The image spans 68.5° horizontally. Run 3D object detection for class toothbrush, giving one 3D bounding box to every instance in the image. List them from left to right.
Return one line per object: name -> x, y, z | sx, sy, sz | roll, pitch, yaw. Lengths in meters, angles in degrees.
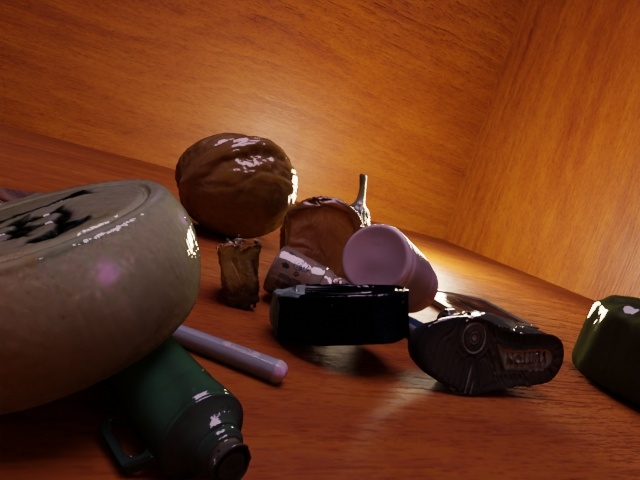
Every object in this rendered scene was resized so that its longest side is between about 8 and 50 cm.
toothbrush -> -0.198, 0.096, 0.559 | 0.342, 0.030, 0.025 | 20, 13, 11

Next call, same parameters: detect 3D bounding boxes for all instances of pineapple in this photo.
pineapple -> -0.129, 0.058, 0.762 | 0.069, 0.116, 0.137 | -7, -28, -14

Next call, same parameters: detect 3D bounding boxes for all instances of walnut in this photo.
walnut -> -0.228, -0.149, 1.266 | 0.332, 0.333, 0.333 | 16, 8, -2

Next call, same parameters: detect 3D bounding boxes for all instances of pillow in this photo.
pillow -> -0.555, -0.077, 0.986 | 0.135, 0.034, 0.211 | 27, 14, 33

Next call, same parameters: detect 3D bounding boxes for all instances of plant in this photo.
plant -> 0.149, -0.061, 1.773 | 0.261, 0.297, 0.306 | 46, -17, -16

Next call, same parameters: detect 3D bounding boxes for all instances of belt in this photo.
belt -> 0.026, 0.099, 0.672 | 0.198, 0.078, 0.151 | -2, 1, 2

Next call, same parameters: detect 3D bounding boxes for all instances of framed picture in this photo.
framed picture -> 0.402, 0.179, 1.249 | 0.289, 0.020, 0.211 | 13, 9, -26

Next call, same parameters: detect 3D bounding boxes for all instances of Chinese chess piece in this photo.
Chinese chess piece -> -0.227, 0.029, 0.390 | 0.250, 0.101, 0.250 | -8, 23, 3

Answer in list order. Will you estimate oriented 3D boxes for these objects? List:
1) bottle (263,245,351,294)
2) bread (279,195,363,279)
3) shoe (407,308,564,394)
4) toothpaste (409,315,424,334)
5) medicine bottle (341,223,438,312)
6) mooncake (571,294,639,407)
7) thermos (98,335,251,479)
bottle -> -0.017, 0.082, 0.827 | 0.152, 0.099, 0.099 | 26, 9, 3
bread -> 0.001, 0.000, 1.024 | 0.199, 0.199, 0.104 | 15, 5, -10
shoe -> 0.232, 0.166, 0.745 | 0.292, 0.109, 0.149 | 11, 0, -26
toothpaste -> 0.151, 0.151, 0.876 | 0.057, 0.035, 0.197 | 24, 0, -36
medicine bottle -> 0.145, 0.064, 0.918 | 0.133, 0.133, 0.249 | 22, -5, 31
mooncake -> 0.691, 0.232, 0.911 | 0.351, 0.187, 0.351 | 14, 9, -2
thermos -> -0.125, 0.123, 0.376 | 0.187, 0.073, 0.083 | 25, 10, 42
